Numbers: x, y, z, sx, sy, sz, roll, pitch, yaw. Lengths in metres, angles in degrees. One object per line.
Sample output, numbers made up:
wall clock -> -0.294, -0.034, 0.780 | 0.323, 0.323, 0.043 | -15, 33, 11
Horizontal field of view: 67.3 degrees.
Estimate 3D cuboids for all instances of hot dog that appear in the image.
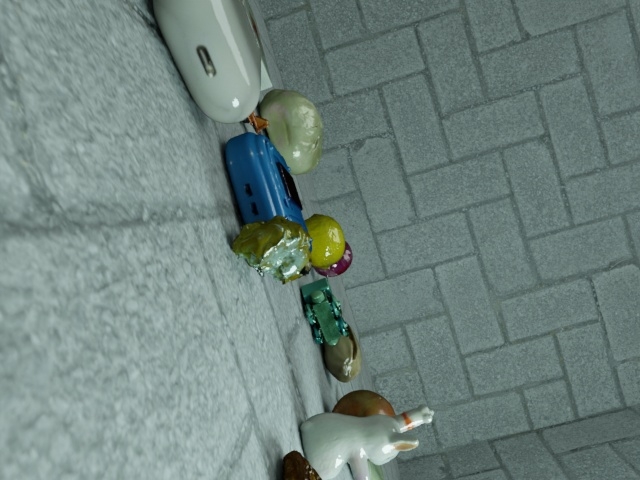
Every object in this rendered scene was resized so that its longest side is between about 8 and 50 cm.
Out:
hot dog -> -0.027, 0.410, 0.773 | 0.099, 0.065, 0.147 | 60, 13, -26

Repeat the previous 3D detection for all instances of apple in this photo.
apple -> 0.117, 0.509, 1.329 | 0.174, 0.189, 0.188 | 47, 25, -56

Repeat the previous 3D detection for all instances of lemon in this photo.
lemon -> -0.001, 0.003, 1.741 | 0.180, 0.181, 0.192 | -34, 137, -85

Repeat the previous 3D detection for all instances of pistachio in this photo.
pistachio -> 0.068, 0.365, 1.606 | 0.152, 0.127, 0.223 | -52, -143, 41

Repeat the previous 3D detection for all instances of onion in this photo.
onion -> 0.042, 0.064, 1.941 | 0.177, 0.178, 0.153 | -101, -161, -44

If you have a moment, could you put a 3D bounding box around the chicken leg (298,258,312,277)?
chicken leg -> -0.072, 0.049, 1.476 | 0.178, 0.070, 0.093 | -115, -171, -46

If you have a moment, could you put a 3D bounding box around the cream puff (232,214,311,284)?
cream puff -> -0.096, 0.007, 0.927 | 0.156, 0.121, 0.156 | 30, -3, 2

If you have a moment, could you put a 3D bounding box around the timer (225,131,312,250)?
timer -> -0.115, -0.092, 1.162 | 0.340, 0.115, 0.308 | 33, 37, -82

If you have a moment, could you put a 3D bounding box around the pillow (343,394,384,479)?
pillow -> 0.134, 0.689, 1.553 | 0.274, 0.076, 0.280 | -102, 167, -63

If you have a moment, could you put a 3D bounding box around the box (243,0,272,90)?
box -> -0.261, -0.692, 1.612 | 0.210, 0.095, 0.329 | 63, 11, -66

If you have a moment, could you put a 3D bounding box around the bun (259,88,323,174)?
bun -> -0.094, -0.418, 1.845 | 0.361, 0.213, 0.360 | -19, 90, -85

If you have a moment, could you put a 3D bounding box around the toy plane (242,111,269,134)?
toy plane -> -0.214, -0.385, 1.388 | 0.188, 0.062, 0.135 | 57, 11, -19

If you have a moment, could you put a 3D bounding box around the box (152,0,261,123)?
box -> -0.212, -0.412, 0.964 | 0.348, 0.141, 0.288 | -100, 170, -52

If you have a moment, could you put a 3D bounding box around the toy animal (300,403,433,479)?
toy animal -> 0.101, 0.428, 1.010 | 0.140, 0.283, 0.138 | -83, 171, -72

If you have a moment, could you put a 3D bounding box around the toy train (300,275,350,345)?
toy train -> 0.011, 0.225, 1.532 | 0.163, 0.112, 0.203 | -112, -176, -61

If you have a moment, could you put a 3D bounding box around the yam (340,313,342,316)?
yam -> 0.035, 0.265, 1.803 | 0.127, 0.084, 0.084 | 44, 30, -72
